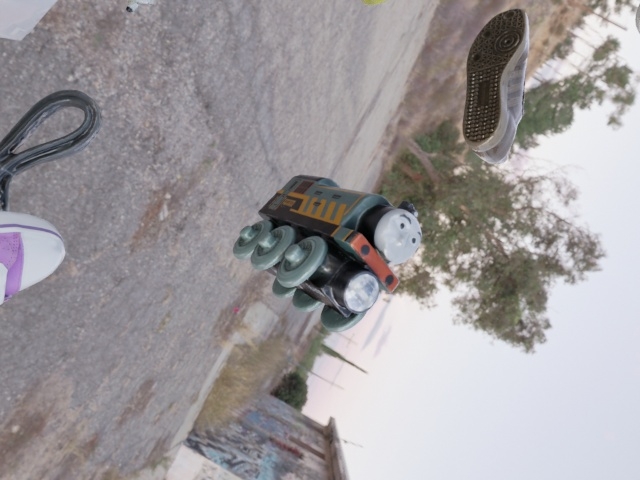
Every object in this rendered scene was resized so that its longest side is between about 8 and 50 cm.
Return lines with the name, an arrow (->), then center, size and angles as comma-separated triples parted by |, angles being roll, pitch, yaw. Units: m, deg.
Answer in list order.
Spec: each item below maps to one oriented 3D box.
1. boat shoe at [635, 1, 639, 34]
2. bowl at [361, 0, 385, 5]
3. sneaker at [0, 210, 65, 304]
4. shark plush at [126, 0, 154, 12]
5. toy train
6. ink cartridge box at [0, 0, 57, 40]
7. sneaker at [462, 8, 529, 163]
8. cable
boat shoe -> 0.162, -0.053, 0.155 | 0.046, 0.125, 0.038 | 101, 13, -56
bowl -> 0.108, -0.387, 0.483 | 0.289, 0.156, 0.290 | -34, -152, 21
sneaker -> -0.326, 0.076, 0.417 | 0.282, 0.161, 0.102 | -24, 150, -46
shark plush -> -0.387, -0.540, 1.092 | 0.161, 0.067, 0.073 | -49, 156, -48
toy train -> 0.000, 0.000, 0.739 | 0.190, 0.142, 0.334 | -49, -153, -12
ink cartridge box -> -0.390, -0.312, 0.433 | 0.117, 0.202, 0.278 | -14, 177, 37
sneaker -> 0.213, -0.182, 0.617 | 0.071, 0.066, 0.189 | 31, 72, -47
cable -> -0.373, -0.063, 0.582 | 0.287, 0.139, 0.072 | -58, -176, -13
